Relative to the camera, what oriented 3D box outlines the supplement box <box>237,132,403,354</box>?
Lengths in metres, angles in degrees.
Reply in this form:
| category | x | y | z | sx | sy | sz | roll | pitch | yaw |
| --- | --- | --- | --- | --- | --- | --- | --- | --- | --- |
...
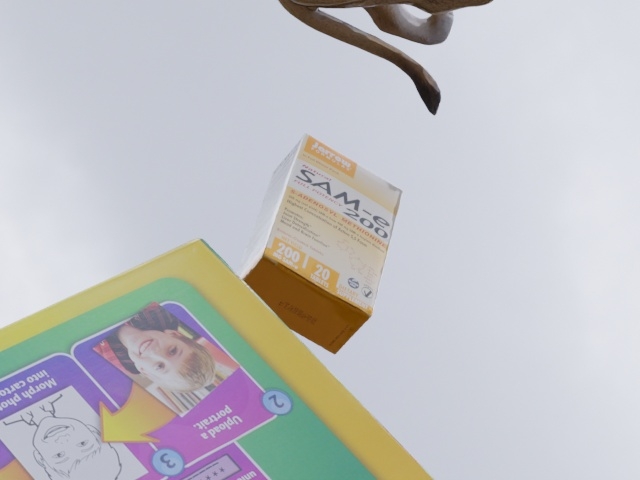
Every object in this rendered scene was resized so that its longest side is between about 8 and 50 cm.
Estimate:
| category | x | y | z | sx | sy | sz | roll | pitch | yaw |
| --- | --- | --- | --- | --- | --- | --- | --- | --- | --- |
| supplement box | 0.000 | 0.000 | 0.791 | 0.062 | 0.098 | 0.036 | 30 | -50 | -12 |

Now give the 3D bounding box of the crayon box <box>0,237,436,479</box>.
| category | x | y | z | sx | sy | sz | roll | pitch | yaw |
| --- | --- | --- | --- | --- | --- | --- | --- | --- | --- |
| crayon box | -0.095 | 0.122 | 0.505 | 0.165 | 0.278 | 0.081 | 45 | -43 | 22 |

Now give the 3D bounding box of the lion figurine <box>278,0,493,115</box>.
| category | x | y | z | sx | sy | sz | roll | pitch | yaw |
| --- | --- | --- | --- | --- | --- | --- | --- | --- | --- |
| lion figurine | 0.030 | -0.291 | 1.226 | 0.142 | 0.240 | 0.392 | -118 | -144 | -64 |
